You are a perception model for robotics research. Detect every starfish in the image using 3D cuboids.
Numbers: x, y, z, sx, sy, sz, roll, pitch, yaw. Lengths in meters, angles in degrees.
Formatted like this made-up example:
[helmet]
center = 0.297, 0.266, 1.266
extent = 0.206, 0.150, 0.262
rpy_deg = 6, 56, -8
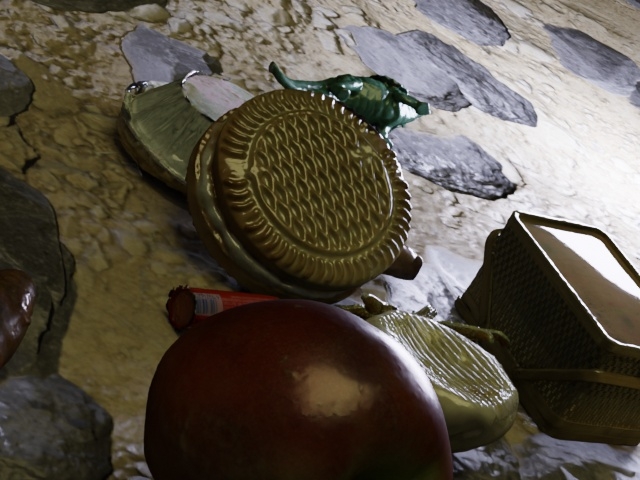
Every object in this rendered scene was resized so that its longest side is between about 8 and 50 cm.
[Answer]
[starfish]
center = 0.117, 0.092, 1.675
extent = 0.208, 0.053, 0.176
rpy_deg = 9, -3, -37

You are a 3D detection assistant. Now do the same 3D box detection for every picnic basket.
[picnic basket]
center = 0.291, 0.100, 1.782
extent = 0.165, 0.139, 0.266
rpy_deg = 10, 33, -35

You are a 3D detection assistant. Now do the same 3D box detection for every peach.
[peach]
center = -0.020, 0.164, 1.235
extent = 0.252, 0.252, 0.252
rpy_deg = 24, 27, -13

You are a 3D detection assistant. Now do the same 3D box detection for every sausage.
[sausage]
center = -0.082, 0.072, 1.565
extent = 0.145, 0.048, 0.050
rpy_deg = 6, -4, -40

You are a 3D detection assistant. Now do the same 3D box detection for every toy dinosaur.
[toy dinosaur]
center = 0.049, -0.182, 2.108
extent = 0.120, 0.079, 0.292
rpy_deg = 38, 24, 29

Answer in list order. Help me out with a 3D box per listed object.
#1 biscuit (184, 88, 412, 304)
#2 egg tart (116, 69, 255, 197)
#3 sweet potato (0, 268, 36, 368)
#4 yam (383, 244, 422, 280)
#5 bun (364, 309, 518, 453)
[biscuit]
center = -0.021, -0.049, 1.697
extent = 0.259, 0.079, 0.259
rpy_deg = 16, 57, -26
[egg tart]
center = -0.120, -0.123, 1.813
extent = 0.234, 0.094, 0.234
rpy_deg = 25, 27, -14
[sweet potato]
center = -0.309, 0.089, 1.252
extent = 0.097, 0.097, 0.292
rpy_deg = 34, 19, 8
[yam]
center = 0.000, 0.000, 1.768
extent = 0.264, 0.046, 0.046
rpy_deg = 15, 30, -28
[bun]
center = 0.101, 0.151, 1.543
extent = 0.183, 0.102, 0.183
rpy_deg = 26, 19, -9
